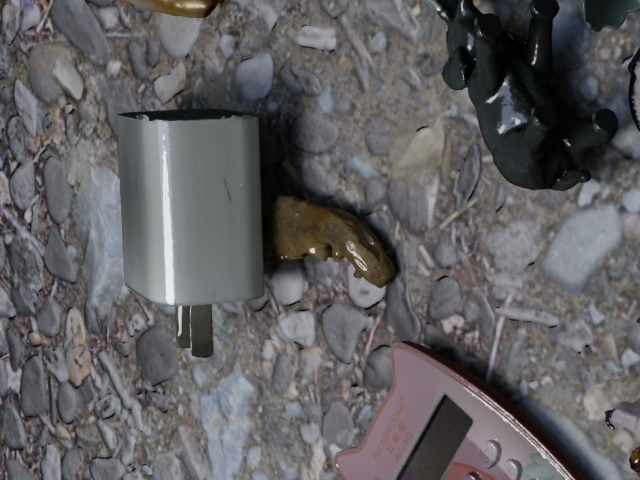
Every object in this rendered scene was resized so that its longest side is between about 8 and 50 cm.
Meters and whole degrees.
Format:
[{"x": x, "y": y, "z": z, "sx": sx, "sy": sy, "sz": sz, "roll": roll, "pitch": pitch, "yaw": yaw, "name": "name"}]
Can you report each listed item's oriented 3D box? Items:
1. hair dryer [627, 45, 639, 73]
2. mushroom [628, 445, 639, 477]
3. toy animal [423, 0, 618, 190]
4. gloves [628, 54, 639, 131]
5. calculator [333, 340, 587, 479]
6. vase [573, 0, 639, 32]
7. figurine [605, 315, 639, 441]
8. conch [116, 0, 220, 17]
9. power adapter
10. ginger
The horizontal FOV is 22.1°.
[{"x": 0.293, "y": -0.143, "z": 1.327, "sx": 0.083, "sy": 0.031, "sz": 0.079, "roll": 51, "pitch": 140, "yaw": 18, "name": "hair dryer"}, {"x": 0.274, "y": 0.239, "z": 1.375, "sx": 0.088, "sy": 0.073, "sz": 0.129, "roll": -29, "pitch": 76, "yaw": 53, "name": "mushroom"}, {"x": 0.155, "y": -0.155, "z": 1.403, "sx": 0.269, "sy": 0.082, "sz": 0.137, "roll": 60, "pitch": 160, "yaw": 19, "name": "toy animal"}, {"x": 0.337, "y": -0.092, "z": 1.200, "sx": 0.219, "sy": 0.131, "sz": 0.140, "roll": 26, "pitch": 135, "yaw": 57, "name": "gloves"}, {"x": 0.157, "y": 0.255, "z": 1.523, "sx": 0.329, "sy": 0.048, "sz": 0.220, "roll": 45, "pitch": 125, "yaw": 29, "name": "calculator"}, {"x": 0.205, "y": -0.248, "z": 1.365, "sx": 0.148, "sy": 0.081, "sz": 0.081, "roll": 50, "pitch": 129, "yaw": 33, "name": "vase"}, {"x": 0.349, "y": 0.152, "z": 1.236, "sx": 0.257, "sy": 0.144, "sz": 0.182, "roll": 42, "pitch": 120, "yaw": 29, "name": "figurine"}, {"x": -0.204, "y": -0.318, "z": 1.766, "sx": 0.255, "sy": 0.127, "sz": 0.158, "roll": 37, "pitch": 94, "yaw": 11, "name": "conch"}, {"x": -0.133, "y": -0.008, "z": 1.692, "sx": 0.187, "sy": 0.124, "sz": 0.255, "roll": -160, "pitch": 67, "yaw": -70, "name": "power adapter"}, {"x": 0.001, "y": -0.003, "z": 1.634, "sx": 0.173, "sy": 0.051, "sz": 0.069, "roll": 19, "pitch": 114, "yaw": 45, "name": "ginger"}]
